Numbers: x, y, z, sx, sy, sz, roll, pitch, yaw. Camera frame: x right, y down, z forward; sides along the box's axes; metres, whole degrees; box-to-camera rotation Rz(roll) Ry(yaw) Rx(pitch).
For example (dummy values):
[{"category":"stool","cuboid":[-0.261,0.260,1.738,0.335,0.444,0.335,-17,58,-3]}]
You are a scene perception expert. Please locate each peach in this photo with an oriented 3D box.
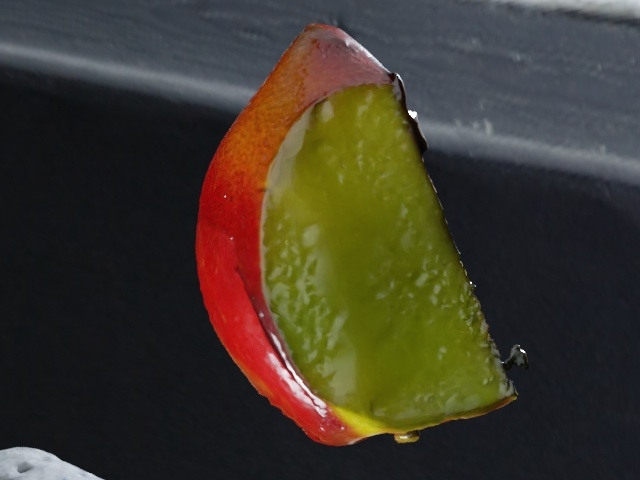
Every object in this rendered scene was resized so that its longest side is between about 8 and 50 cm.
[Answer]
[{"category":"peach","cuboid":[-0.004,0.005,1.020,0.154,0.159,0.267,-24,-83,-24]}]

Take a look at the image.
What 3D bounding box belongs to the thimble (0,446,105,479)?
[{"category":"thimble","cuboid":[-0.247,0.302,1.364,0.157,0.245,0.217,16,-74,28]}]
